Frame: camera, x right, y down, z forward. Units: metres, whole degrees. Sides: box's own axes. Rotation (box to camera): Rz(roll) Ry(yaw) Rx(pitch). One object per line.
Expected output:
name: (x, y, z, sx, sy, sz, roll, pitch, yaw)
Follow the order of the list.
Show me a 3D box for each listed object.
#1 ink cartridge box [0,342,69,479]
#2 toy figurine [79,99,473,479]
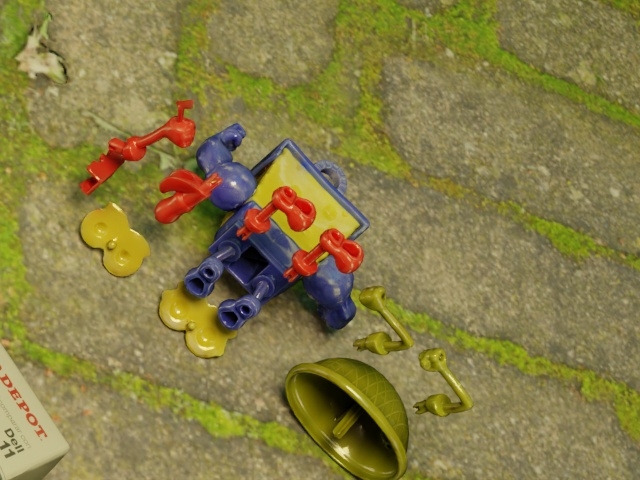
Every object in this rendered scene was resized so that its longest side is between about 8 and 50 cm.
ink cartridge box: (-0.298, 0.135, 1.390, 0.153, 0.087, 0.208, 54, 32, 9)
toy figurine: (0.000, 0.000, 1.674, 0.362, 0.191, 0.217, 44, 39, -4)
